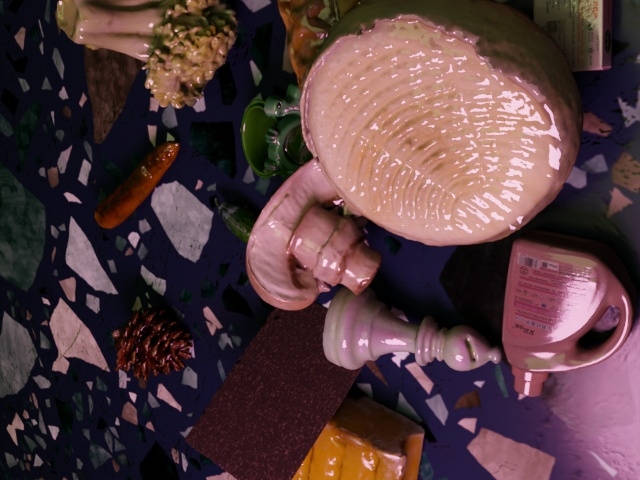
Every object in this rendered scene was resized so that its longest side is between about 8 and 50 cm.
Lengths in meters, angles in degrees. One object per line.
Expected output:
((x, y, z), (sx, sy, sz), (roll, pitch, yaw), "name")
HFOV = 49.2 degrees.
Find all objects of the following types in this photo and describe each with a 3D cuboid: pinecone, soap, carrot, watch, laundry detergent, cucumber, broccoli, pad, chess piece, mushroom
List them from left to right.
((-0.317, -0.388, 1.198), (0.293, 0.281, 0.347), (-9, 97, 39), "broccoli")
((-0.381, -0.121, 1.474), (0.314, 0.066, 0.066), (-37, 79, 35), "carrot")
((-0.358, 0.222, 1.495), (0.174, 0.174, 0.173), (12, 110, 36), "pinecone")
((-0.115, -0.008, 1.295), (0.250, 0.056, 0.056), (40, 124, 20), "cucumber")
((-0.067, 0.259, 1.214), (0.220, 0.330, 0.004), (25, 162, 32), "pad")
((-0.062, -0.190, 1.176), (0.152, 0.131, 0.165), (24, 122, 51), "watch")
((0.000, 0.000, 1.122), (0.195, 0.189, 0.253), (33, 88, 0), "mushroom")
((0.039, 0.424, 1.238), (0.259, 0.143, 0.281), (20, 115, 30), "soap")
((0.149, 0.154, 1.101), (0.272, 0.139, 0.139), (8, 108, 26), "chess piece")
((0.336, 0.114, 0.960), (0.171, 0.076, 0.237), (13, 110, 35), "laundry detergent")

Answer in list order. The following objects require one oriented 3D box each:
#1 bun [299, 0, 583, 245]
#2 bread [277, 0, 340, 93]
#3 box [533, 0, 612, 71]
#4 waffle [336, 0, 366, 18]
((0.159, -0.169, 0.913), (0.364, 0.202, 0.364), (18, 141, 15), "bun")
((0.018, -0.327, 1.045), (0.152, 0.130, 0.267), (-11, 98, 8), "bread")
((0.318, -0.276, 0.884), (0.089, 0.043, 0.125), (7, 106, 37), "box")
((0.174, -0.378, 0.860), (0.308, 0.213, 0.091), (-30, 75, 41), "waffle")
